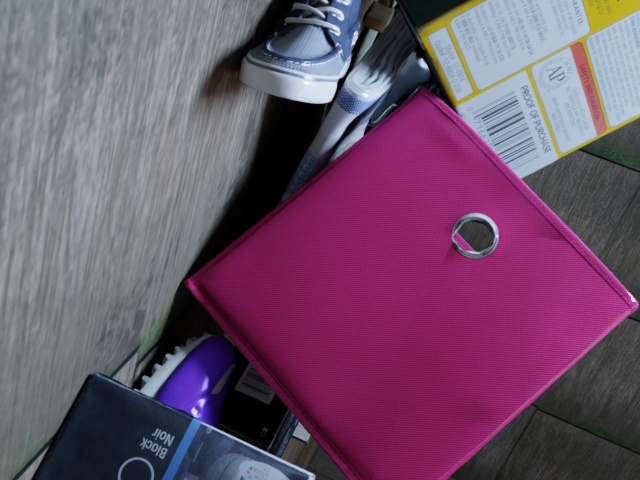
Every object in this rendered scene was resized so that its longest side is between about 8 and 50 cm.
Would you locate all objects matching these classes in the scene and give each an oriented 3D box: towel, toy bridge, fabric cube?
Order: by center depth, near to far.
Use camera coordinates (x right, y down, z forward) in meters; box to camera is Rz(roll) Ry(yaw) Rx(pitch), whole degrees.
[{"bbox_3d":[0.073,0.071,0.782,0.258,0.254,0.259,-39,166,-8],"label":"fabric cube"},{"bbox_3d":[0.015,-0.088,0.833,0.285,0.034,0.209,-58,179,42],"label":"towel"},{"bbox_3d":[0.081,-0.303,0.871,0.188,0.026,0.063,103,11,-51],"label":"toy bridge"}]

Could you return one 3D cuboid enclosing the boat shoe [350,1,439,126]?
[{"bbox_3d":[0.125,-0.229,1.038,0.340,0.113,0.127,-57,168,-48],"label":"boat shoe"}]

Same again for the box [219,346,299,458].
[{"bbox_3d":[-0.077,0.203,1.024,0.158,0.093,0.156,103,13,-47],"label":"box"}]

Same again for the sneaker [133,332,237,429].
[{"bbox_3d":[-0.111,0.223,0.683,0.102,0.146,0.293,88,27,-71],"label":"sneaker"}]

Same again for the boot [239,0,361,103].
[{"bbox_3d":[-0.007,-0.156,0.617,0.190,0.069,0.086,-70,175,-69],"label":"boot"}]

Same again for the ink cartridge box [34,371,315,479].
[{"bbox_3d":[-0.144,0.267,0.537,0.065,0.165,0.333,84,29,-73],"label":"ink cartridge box"}]

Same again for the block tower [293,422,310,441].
[{"bbox_3d":[0.006,0.162,1.435,0.091,0.097,0.335,83,30,-73],"label":"block tower"}]

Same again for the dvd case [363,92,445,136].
[{"bbox_3d":[0.129,-0.167,1.126,0.253,0.022,0.180,-32,-161,45],"label":"dvd case"}]

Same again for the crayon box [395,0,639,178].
[{"bbox_3d":[0.246,-0.197,0.720,0.203,0.323,0.083,53,14,-44],"label":"crayon box"}]
